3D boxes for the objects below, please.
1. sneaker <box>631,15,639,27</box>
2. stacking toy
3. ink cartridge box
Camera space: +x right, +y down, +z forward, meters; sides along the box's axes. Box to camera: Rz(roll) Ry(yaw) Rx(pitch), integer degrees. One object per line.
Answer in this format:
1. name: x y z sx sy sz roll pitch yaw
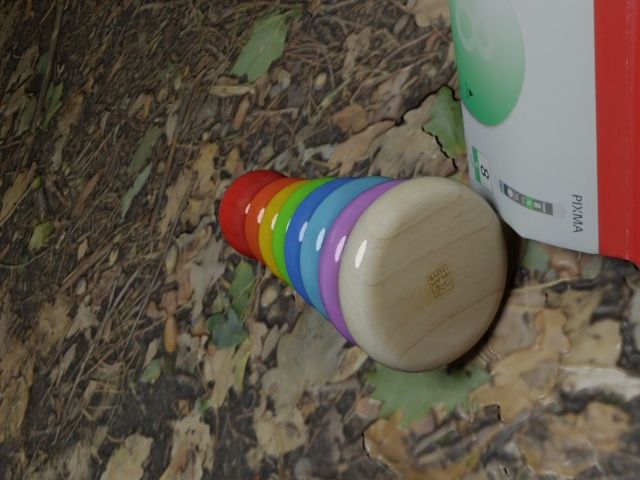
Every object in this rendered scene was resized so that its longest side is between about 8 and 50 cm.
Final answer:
1. sneaker: 0.293 -0.198 0.504 0.302 0.121 0.108 -56 13 -23
2. stacking toy: 0.000 0.000 0.705 0.330 0.141 0.141 18 83 58
3. ink cartridge box: 0.150 -0.071 0.504 0.056 0.181 0.224 -17 31 -7
